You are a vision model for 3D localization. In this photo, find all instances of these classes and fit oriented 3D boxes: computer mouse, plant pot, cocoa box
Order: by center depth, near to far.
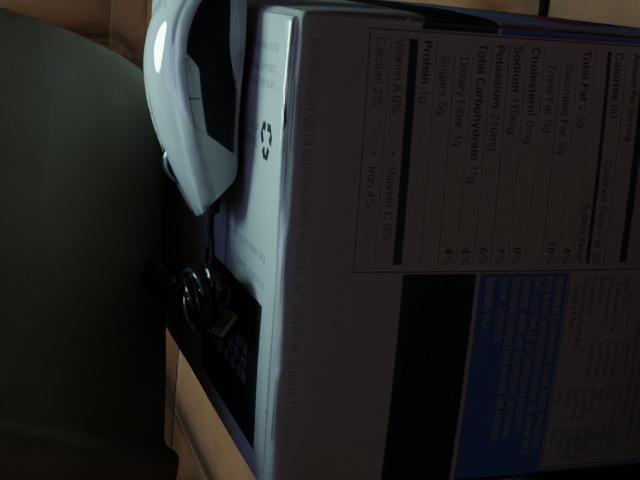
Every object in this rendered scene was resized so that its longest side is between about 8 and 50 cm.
[{"bbox_3d":[-0.067,-0.050,0.531,0.106,0.042,0.193,-149,61,-69],"label":"computer mouse"},{"bbox_3d":[-0.220,0.020,0.649,0.323,0.323,0.280,162,122,-70],"label":"plant pot"},{"bbox_3d":[0.035,-0.028,0.654,0.347,0.228,0.231,-143,55,-67],"label":"cocoa box"}]

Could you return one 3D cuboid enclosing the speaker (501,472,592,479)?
[{"bbox_3d":[0.117,0.181,0.571,0.296,0.131,0.131,-146,58,-67],"label":"speaker"}]
